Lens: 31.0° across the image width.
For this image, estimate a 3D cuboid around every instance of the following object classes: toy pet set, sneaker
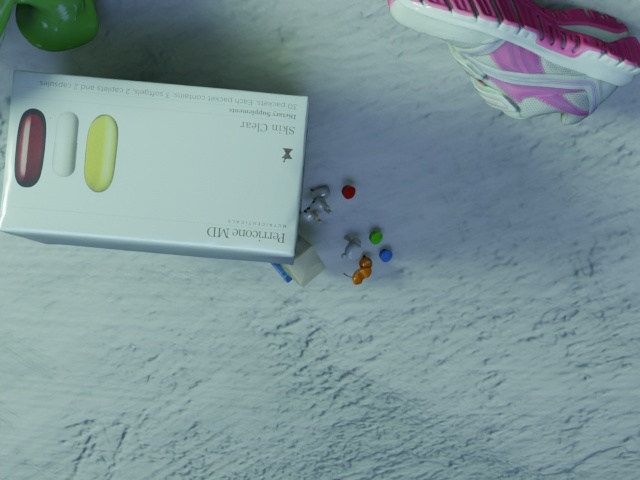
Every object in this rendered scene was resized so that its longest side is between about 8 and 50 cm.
[{"bbox_3d":[0.000,0.000,1.278,0.114,0.065,0.122,-39,130,-10],"label":"toy pet set"},{"bbox_3d":[0.172,-0.171,1.073,0.252,0.103,0.111,19,128,-13],"label":"sneaker"}]

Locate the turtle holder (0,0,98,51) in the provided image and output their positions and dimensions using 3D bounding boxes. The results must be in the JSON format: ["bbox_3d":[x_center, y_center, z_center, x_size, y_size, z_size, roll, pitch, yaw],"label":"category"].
[{"bbox_3d":[-0.378,-0.216,0.999,0.243,0.320,0.227,52,156,0],"label":"turtle holder"}]

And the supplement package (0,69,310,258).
[{"bbox_3d":[-0.147,-0.060,1.095,0.262,0.145,0.204,4,176,-1],"label":"supplement package"}]
